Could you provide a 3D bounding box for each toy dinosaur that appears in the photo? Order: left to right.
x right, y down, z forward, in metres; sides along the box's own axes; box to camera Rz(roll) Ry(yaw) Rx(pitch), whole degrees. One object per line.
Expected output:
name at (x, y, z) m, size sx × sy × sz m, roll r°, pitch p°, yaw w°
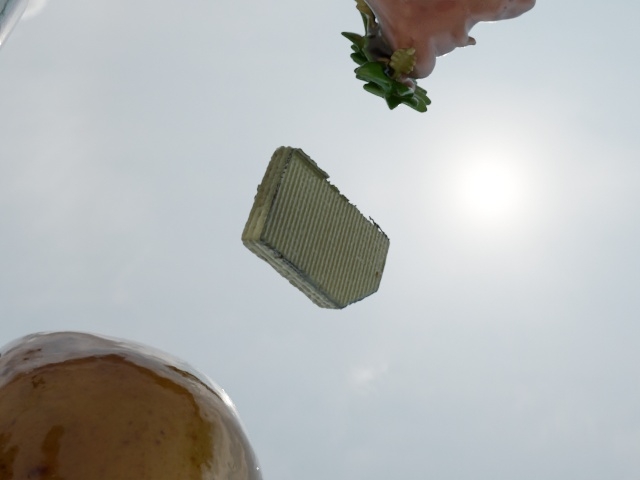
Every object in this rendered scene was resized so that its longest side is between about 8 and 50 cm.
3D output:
toy dinosaur at (0.119, -0.234, 1.147) m, size 0.194 × 0.177 × 0.152 m, roll 20°, pitch -139°, yaw -14°

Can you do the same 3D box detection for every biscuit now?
biscuit at (0.000, 0.000, 1.396) m, size 0.052 × 0.252 × 0.150 m, roll -5°, pitch -122°, yaw 39°

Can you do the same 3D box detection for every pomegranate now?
pomegranate at (-0.235, 0.300, 1.067) m, size 0.416 × 0.417 × 0.417 m, roll -5°, pitch -121°, yaw 9°

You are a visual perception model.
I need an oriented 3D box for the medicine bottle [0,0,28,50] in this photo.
medicine bottle at (-0.239, -0.118, 0.616) m, size 0.090 × 0.090 × 0.217 m, roll -6°, pitch -144°, yaw 8°
